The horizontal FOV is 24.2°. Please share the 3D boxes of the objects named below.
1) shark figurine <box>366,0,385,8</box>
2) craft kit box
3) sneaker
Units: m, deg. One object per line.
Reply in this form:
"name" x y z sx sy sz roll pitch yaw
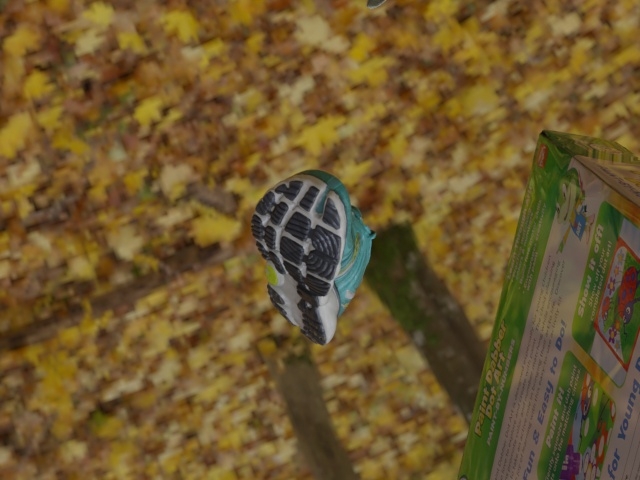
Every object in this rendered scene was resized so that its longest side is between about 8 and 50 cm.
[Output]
"shark figurine" 0.003 -0.364 1.761 0.278 0.166 0.116 25 163 -16
"craft kit box" 0.142 0.095 0.746 0.061 0.246 0.250 7 107 -16
"sneaker" 0.000 0.000 1.511 0.110 0.107 0.275 -48 163 -21
